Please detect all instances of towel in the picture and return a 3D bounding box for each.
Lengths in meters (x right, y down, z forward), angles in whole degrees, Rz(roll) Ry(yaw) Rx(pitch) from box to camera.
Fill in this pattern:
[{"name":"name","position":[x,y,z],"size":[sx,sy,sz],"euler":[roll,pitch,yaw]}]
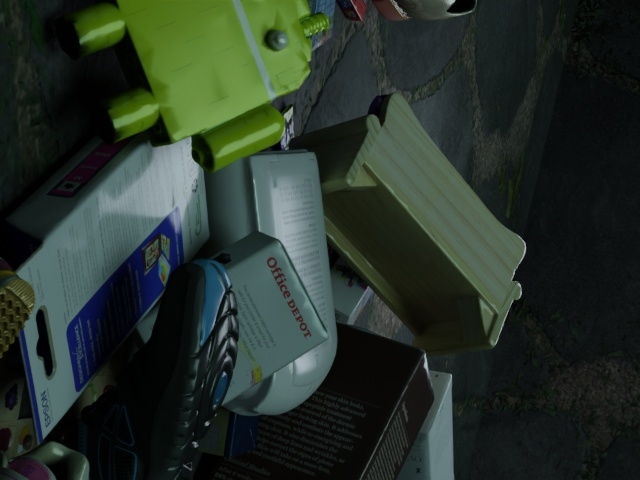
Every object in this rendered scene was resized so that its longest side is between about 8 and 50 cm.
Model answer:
[{"name":"towel","position":[-0.046,-0.134,1.798],"size":[0.060,0.009,0.083],"euler":[-57,150,-49]}]

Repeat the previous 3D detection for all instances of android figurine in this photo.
[{"name":"android figurine","position":[-0.110,-0.196,1.277],"size":[0.273,0.056,0.248],"euler":[-26,102,-31]}]

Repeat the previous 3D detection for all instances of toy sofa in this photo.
[{"name":"toy sofa","position":[0.112,-0.017,1.819],"size":[0.362,0.150,0.177],"euler":[46,51,-28]}]

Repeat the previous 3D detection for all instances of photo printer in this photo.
[{"name":"photo printer","position":[-0.065,0.048,1.580],"size":[0.256,0.107,0.307],"euler":[-17,101,-71]}]

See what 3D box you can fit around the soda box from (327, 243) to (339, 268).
[{"name":"soda box","position":[0.000,0.000,1.920],"size":[0.169,0.053,0.060],"euler":[-54,148,-54]}]

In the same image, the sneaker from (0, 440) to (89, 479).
[{"name":"sneaker","position":[-0.271,0.236,1.115],"size":[0.111,0.103,0.252],"euler":[-65,175,18]}]

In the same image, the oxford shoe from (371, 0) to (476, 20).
[{"name":"oxford shoe","position":[0.127,-0.402,1.891],"size":[0.397,0.147,0.140],"euler":[9,91,-71]}]

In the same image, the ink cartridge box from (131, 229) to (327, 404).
[{"name":"ink cartridge box","position":[-0.099,0.088,1.400],"size":[0.175,0.072,0.127],"euler":[-31,108,-14]}]

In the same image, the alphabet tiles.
[{"name":"alphabet tiles","position":[-0.247,0.112,1.312],"size":[0.237,0.009,0.198],"euler":[15,83,-72]}]

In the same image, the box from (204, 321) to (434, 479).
[{"name":"box","position":[-0.018,0.294,1.709],"size":[0.381,0.191,0.143],"euler":[-61,153,-27]}]

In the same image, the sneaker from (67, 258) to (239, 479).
[{"name":"sneaker","position":[-0.174,0.171,1.275],"size":[0.125,0.140,0.340],"euler":[-26,134,-71]}]

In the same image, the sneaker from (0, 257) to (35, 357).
[{"name":"sneaker","position":[-0.307,0.087,1.045],"size":[0.185,0.084,0.069],"euler":[-49,148,-12]}]

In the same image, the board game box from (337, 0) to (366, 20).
[{"name":"board game box","position":[0.029,-0.431,1.865],"size":[0.281,0.027,0.145],"euler":[46,54,-67]}]

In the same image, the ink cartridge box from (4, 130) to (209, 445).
[{"name":"ink cartridge box","position":[-0.208,0.010,1.270],"size":[0.371,0.069,0.175],"euler":[-59,152,-54]}]

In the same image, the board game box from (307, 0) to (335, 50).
[{"name":"board game box","position":[-0.008,-0.314,1.425],"size":[0.194,0.060,0.194],"euler":[-55,152,-67]}]

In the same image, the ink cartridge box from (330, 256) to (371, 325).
[{"name":"ink cartridge box","position":[0.025,0.090,1.894],"size":[0.181,0.062,0.104],"euler":[-55,170,-41]}]

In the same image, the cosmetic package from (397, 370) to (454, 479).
[{"name":"cosmetic package","position":[0.075,0.307,2.006],"size":[0.138,0.224,0.224],"euler":[-61,152,-48]}]

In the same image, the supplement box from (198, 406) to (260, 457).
[{"name":"supplement box","position":[-0.126,0.217,1.594],"size":[0.083,0.083,0.056],"euler":[3,96,-71]}]
